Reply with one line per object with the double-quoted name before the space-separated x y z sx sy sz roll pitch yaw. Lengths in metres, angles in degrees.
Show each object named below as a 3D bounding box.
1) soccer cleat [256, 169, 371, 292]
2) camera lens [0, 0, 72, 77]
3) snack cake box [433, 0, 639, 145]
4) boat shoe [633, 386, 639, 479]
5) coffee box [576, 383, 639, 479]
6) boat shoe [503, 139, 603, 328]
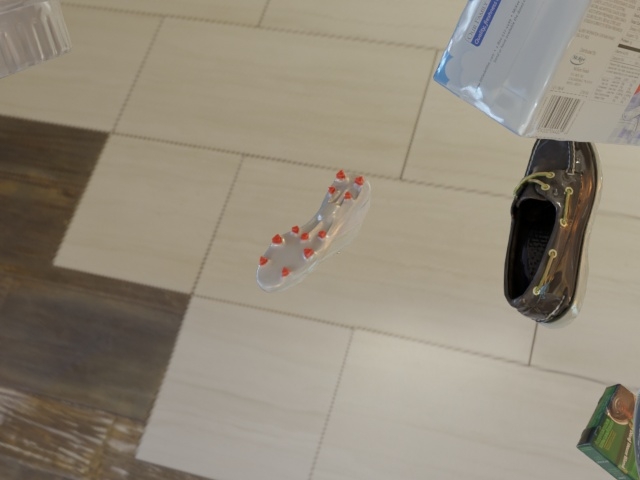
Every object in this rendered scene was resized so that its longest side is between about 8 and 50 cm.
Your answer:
"soccer cleat" 0.000 0.000 1.106 0.068 0.076 0.196 25 60 31
"camera lens" -0.281 -0.199 0.501 0.219 0.219 0.274 -20 106 1
"snack cake box" 0.219 -0.153 0.666 0.089 0.264 0.152 41 119 36
"boat shoe" 0.345 0.269 0.825 0.116 0.320 0.099 -7 17 31
"coffee box" 0.463 0.301 1.315 0.184 0.040 0.113 39 63 -3
"boat shoe" 0.231 -0.028 0.941 0.081 0.068 0.228 -19 55 50
